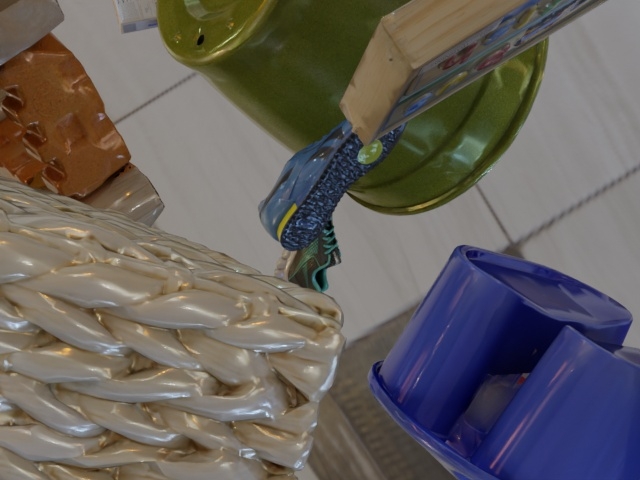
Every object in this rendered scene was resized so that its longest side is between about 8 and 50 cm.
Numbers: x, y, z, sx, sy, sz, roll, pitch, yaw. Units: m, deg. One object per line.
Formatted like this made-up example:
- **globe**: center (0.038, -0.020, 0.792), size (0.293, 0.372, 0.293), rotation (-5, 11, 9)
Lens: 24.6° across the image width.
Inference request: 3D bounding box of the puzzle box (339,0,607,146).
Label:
- **puzzle box**: center (0.212, -0.233, 1.306), size (0.409, 0.272, 0.052), rotation (-32, 86, -10)

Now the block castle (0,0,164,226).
- **block castle**: center (-0.315, -0.152, 0.885), size (0.213, 0.303, 0.453), rotation (-36, 125, -16)

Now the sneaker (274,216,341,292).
- **sneaker**: center (0.000, 0.000, 1.881), size (0.076, 0.065, 0.166), rotation (33, 127, 21)

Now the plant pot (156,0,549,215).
- **plant pot**: center (0.014, -0.256, 1.706), size (0.353, 0.366, 0.366), rotation (23, 99, -41)

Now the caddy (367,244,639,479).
- **caddy**: center (0.188, 0.138, 1.198), size (0.241, 0.341, 0.179), rotation (34, 102, 34)

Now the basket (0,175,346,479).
- **basket**: center (-0.217, 0.087, 0.584), size (0.331, 0.328, 0.266), rotation (17, 90, -25)

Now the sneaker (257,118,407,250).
- **sneaker**: center (0.006, -0.088, 1.557), size (0.209, 0.082, 0.069), rotation (-50, 139, 14)

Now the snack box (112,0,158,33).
- **snack box**: center (-0.234, -0.333, 1.817), size (0.064, 0.022, 0.178), rotation (-13, 59, -9)
